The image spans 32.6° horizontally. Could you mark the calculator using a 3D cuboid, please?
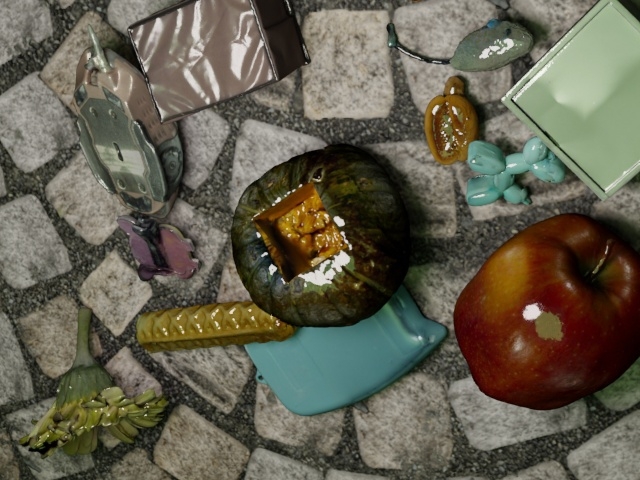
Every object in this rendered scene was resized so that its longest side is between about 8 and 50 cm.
[{"bbox_3d":[0.022,0.180,2.001,0.386,0.054,0.256,-32,95,30],"label":"calculator"}]

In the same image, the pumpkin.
[{"bbox_3d":[0.000,0.000,1.837,0.320,0.192,0.320,-3,83,23],"label":"pumpkin"}]

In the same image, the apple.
[{"bbox_3d":[0.366,0.117,1.722,0.288,0.288,0.317,42,135,2],"label":"apple"}]

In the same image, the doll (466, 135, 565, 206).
[{"bbox_3d":[0.313,-0.115,1.762,0.158,0.059,0.159,5,140,2],"label":"doll"}]

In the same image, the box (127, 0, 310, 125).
[{"bbox_3d":[-0.174,-0.326,1.836,0.252,0.153,0.188,-14,104,23],"label":"box"}]

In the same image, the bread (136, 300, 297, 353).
[{"bbox_3d":[-0.199,0.158,2.035,0.367,0.077,0.084,-8,93,34],"label":"bread"}]

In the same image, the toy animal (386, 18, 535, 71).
[{"bbox_3d":[0.224,-0.307,1.751,0.253,0.070,0.079,3,75,32],"label":"toy animal"}]

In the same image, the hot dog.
[{"bbox_3d":[0.214,-0.195,1.793,0.089,0.060,0.140,-9,112,19],"label":"hot dog"}]

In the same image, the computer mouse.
[{"bbox_3d":[-0.337,-0.213,1.934,0.199,0.115,0.389,9,128,34],"label":"computer mouse"}]

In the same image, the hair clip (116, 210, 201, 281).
[{"bbox_3d":[-0.300,0.012,2.029,0.146,0.056,0.187,6,147,20],"label":"hair clip"}]

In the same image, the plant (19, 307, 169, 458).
[{"bbox_3d":[-0.453,0.304,2.106,0.305,0.261,0.297,-8,106,11],"label":"plant"}]

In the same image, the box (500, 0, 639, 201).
[{"bbox_3d":[0.440,-0.224,1.662,0.225,0.117,0.225,45,117,0],"label":"box"}]
